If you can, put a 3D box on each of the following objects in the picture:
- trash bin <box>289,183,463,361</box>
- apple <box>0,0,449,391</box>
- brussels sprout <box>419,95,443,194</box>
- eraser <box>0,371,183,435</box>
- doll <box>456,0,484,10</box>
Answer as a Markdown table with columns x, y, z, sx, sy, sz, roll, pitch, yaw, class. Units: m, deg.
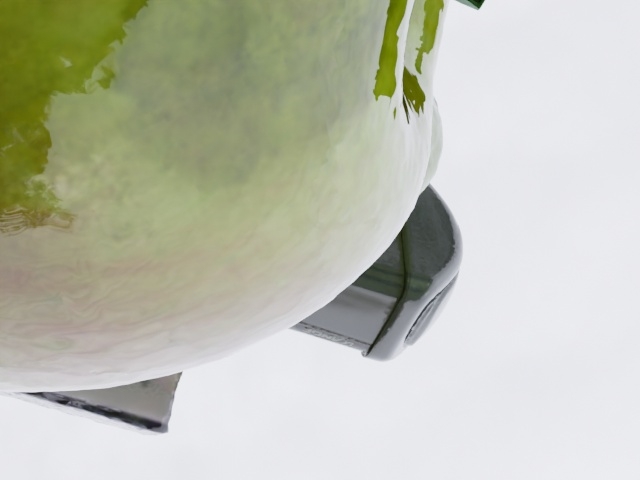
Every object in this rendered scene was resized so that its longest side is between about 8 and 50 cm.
| x | y | z | sx | sy | sz | roll | pitch | yaw | class |
| --- | --- | --- | --- | --- | --- | --- | --- | --- | --- |
| 0.000 | 0.000 | 1.371 | 0.177 | 0.236 | 0.101 | -91 | -157 | -47 | trash bin |
| -0.099 | -0.116 | 0.586 | 0.339 | 0.339 | 0.339 | -21 | -130 | 27 | apple |
| -0.009 | -0.100 | 1.216 | 0.161 | 0.223 | 0.223 | -31 | -134 | 21 | brussels sprout |
| -0.240 | 0.056 | 1.120 | 0.130 | 0.287 | 0.086 | 157 | -50 | -71 | eraser |
| 0.059 | -0.274 | 1.558 | 0.186 | 0.134 | 0.106 | 4 | -122 | 49 | doll |
